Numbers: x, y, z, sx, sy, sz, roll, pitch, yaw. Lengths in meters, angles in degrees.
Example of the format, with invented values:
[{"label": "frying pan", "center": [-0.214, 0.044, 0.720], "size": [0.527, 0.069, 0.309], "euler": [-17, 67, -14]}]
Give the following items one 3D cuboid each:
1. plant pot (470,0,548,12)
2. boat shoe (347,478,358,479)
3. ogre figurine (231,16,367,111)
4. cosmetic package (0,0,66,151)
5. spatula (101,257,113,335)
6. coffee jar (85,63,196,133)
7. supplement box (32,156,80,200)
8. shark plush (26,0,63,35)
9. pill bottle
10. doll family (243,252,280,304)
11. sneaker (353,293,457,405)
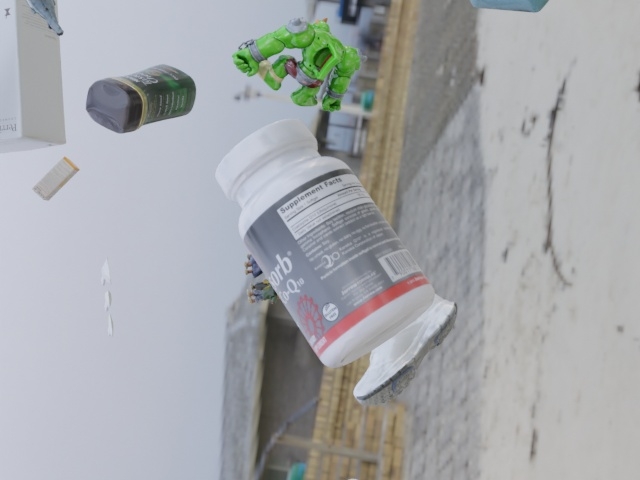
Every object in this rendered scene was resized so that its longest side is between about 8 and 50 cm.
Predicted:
[{"label": "plant pot", "center": [0.285, -0.510, 1.622], "size": [0.166, 0.234, 0.165], "euler": [-51, 34, -10]}, {"label": "boat shoe", "center": [0.017, 0.547, 2.010], "size": [0.184, 0.066, 0.063], "euler": [-46, -27, -4]}, {"label": "ogre figurine", "center": [-0.017, -0.255, 1.471], "size": [0.118, 0.197, 0.097], "euler": [-38, 29, 33]}, {"label": "cosmetic package", "center": [-0.675, -0.382, 2.145], "size": [0.156, 0.217, 0.385], "euler": [7, -103, -68]}, {"label": "spatula", "center": [-0.470, 0.133, 2.257], "size": [0.242, 0.019, 0.168], "euler": [142, 119, -75]}, {"label": "coffee jar", "center": [-0.290, -0.231, 1.651], "size": [0.184, 0.096, 0.079], "euler": [-32, -37, -56]}, {"label": "supplement box", "center": [-0.564, -0.131, 2.170], "size": [0.098, 0.036, 0.062], "euler": [-46, 4, -5]}, {"label": "shark plush", "center": [-0.503, -0.424, 1.785], "size": [0.067, 0.073, 0.161], "euler": [91, 160, -78]}, {"label": "pill bottle", "center": [0.000, 0.000, 1.609], "size": [0.363, 0.210, 0.210], "euler": [56, 171, 14]}, {"label": "doll family", "center": [-0.125, 0.080, 2.522], "size": [0.076, 0.111, 0.193], "euler": [54, -158, -62]}, {"label": "sneaker", "center": [0.159, 0.218, 2.109], "size": [0.297, 0.129, 0.111], "euler": [-47, -24, -25]}]
